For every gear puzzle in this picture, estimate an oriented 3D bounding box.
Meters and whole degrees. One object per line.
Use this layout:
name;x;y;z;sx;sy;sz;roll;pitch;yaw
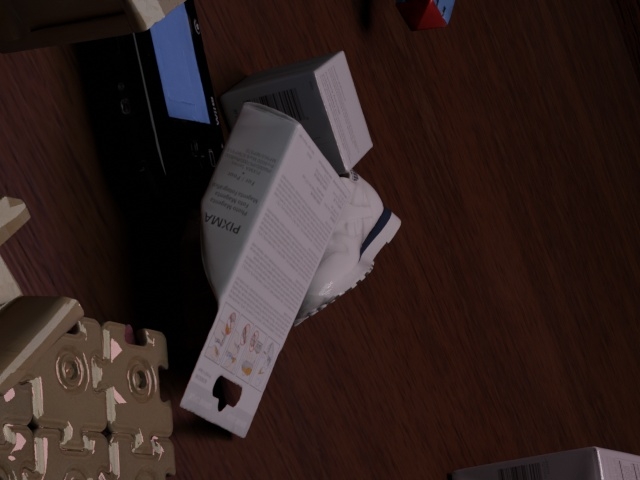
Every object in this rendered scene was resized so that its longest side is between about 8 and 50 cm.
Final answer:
gear puzzle;-0.203;0.125;0.972;0.339;0.044;0.175;19;62;-59

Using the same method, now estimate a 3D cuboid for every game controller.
game controller;-0.136;-0.179;1.243;0.166;0.067;0.319;-7;84;-66

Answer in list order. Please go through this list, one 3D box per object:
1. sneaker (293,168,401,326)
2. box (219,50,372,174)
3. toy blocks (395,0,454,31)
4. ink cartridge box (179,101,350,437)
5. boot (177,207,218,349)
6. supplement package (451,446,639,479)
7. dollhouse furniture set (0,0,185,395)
sneaker;0.000;0.000;1.448;0.095;0.090;0.235;57;24;-12
box;-0.021;-0.110;1.416;0.102;0.101;0.087;71;24;-15
toy blocks;0.072;-0.415;1.733;0.381;0.190;0.261;54;43;-42
ink cartridge box;-0.059;0.028;1.217;0.232;0.066;0.189;-63;162;-8
boot;-0.086;0.017;1.235;0.106;0.037;0.114;-52;148;-58
supplement package;0.294;0.344;1.772;0.293;0.177;0.175;23;57;-62
dollhouse furniture set;-0.286;-0.098;0.771;0.394;0.256;0.362;-46;121;-38
